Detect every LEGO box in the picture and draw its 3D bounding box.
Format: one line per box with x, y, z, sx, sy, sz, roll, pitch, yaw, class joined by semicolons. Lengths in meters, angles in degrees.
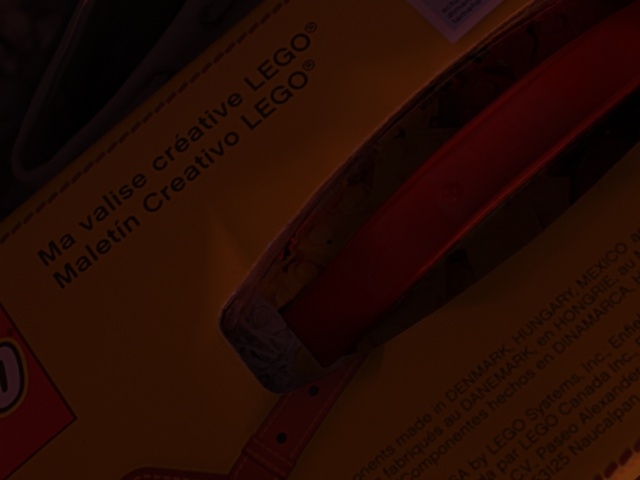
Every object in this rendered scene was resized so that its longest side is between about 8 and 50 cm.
0.100;0.045;0.492;0.500;0.193;0.372;-40;151;-2;LEGO box

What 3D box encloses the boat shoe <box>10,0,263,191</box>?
-0.037;-0.123;0.461;0.088;0.096;0.267;12;123;-39;boat shoe
